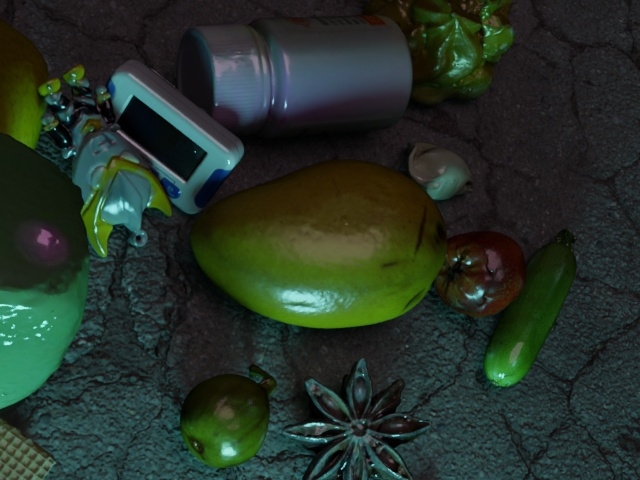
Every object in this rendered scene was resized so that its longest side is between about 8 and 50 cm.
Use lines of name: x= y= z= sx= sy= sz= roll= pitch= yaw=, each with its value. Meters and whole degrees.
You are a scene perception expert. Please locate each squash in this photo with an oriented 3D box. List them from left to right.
squash: x=0.402 y=0.118 z=2.151 sx=0.101 sy=0.101 sz=0.378 roll=37 pitch=57 yaw=-4

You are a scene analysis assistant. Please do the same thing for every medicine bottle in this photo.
medicine bottle: x=-0.047 y=-0.292 z=2.068 sx=0.388 sy=0.219 sz=0.219 roll=-9 pitch=71 yaw=-26

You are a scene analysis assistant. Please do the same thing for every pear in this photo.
pear: x=-0.605 y=-0.232 z=1.807 sx=0.340 sy=0.191 sz=0.386 roll=41 pitch=57 yaw=-1

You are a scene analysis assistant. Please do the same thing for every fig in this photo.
fig: x=-0.131 y=0.277 z=1.817 sx=0.186 sy=0.148 sz=0.142 roll=-20 pitch=82 yaw=-28

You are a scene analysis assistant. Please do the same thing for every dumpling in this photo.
dumpling: x=0.213 y=-0.145 z=2.188 sx=0.169 sy=0.100 sz=0.134 roll=-12 pitch=58 yaw=-30

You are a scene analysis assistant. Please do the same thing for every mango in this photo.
mango: x=0.000 y=0.000 z=1.956 sx=0.445 sy=0.220 sz=0.301 roll=4 pitch=68 yaw=-19

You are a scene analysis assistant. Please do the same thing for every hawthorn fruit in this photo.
hawthorn fruit: x=0.294 y=0.063 z=2.095 sx=0.173 sy=0.179 sz=0.173 roll=-4 pitch=75 yaw=17

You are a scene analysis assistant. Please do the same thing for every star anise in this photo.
star anise: x=0.059 y=0.323 z=1.901 sx=0.236 sy=0.109 sz=0.223 roll=-19 pitch=67 yaw=-12

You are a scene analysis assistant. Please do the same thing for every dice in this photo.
dice: x=-0.529 y=0.040 z=1.594 sx=0.318 sy=0.322 sz=0.330 roll=9 pitch=48 yaw=-38

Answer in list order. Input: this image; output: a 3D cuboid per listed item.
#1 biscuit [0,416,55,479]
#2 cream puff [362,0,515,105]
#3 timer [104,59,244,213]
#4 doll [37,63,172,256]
biscuit: x=-0.564 y=0.244 z=1.687 sx=0.379 sy=0.054 sz=0.094 roll=38 pitch=57 yaw=-4
cream puff: x=0.257 y=-0.435 z=2.250 sx=0.324 sy=0.257 sz=0.291 roll=-12 pitch=76 yaw=-28
timer: x=-0.262 y=-0.176 z=1.944 sx=0.253 sy=0.178 sz=0.078 roll=39 pitch=40 yaw=-4
doll: x=-0.354 y=-0.131 z=1.885 sx=0.145 sy=0.103 sz=0.316 roll=-48 pitch=119 yaw=-51
